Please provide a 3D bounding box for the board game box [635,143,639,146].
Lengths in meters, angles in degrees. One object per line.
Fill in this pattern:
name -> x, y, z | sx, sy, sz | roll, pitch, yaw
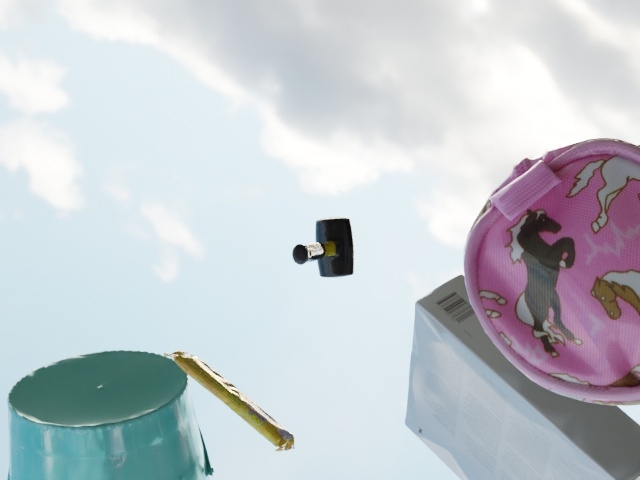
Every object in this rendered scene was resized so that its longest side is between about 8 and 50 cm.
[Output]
board game box -> 0.409, -0.056, 1.468 | 0.208, 0.056, 0.347 | 13, 170, -29

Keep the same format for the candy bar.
candy bar -> -0.090, 0.157, 1.277 | 0.161, 0.018, 0.040 | 38, -171, 17

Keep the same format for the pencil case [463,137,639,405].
pencil case -> 0.218, 0.022, 0.910 | 0.167, 0.160, 0.386 | 15, -176, 18

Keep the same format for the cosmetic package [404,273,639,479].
cosmetic package -> 0.274, 0.265, 1.725 | 0.097, 0.284, 0.377 | -28, -127, -27

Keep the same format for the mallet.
mallet -> 0.000, 0.000, 1.219 | 0.039, 0.062, 0.190 | -4, 174, 11

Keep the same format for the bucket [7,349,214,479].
bucket -> -0.288, 0.275, 1.714 | 0.281, 0.183, 0.281 | -2, -162, 1
